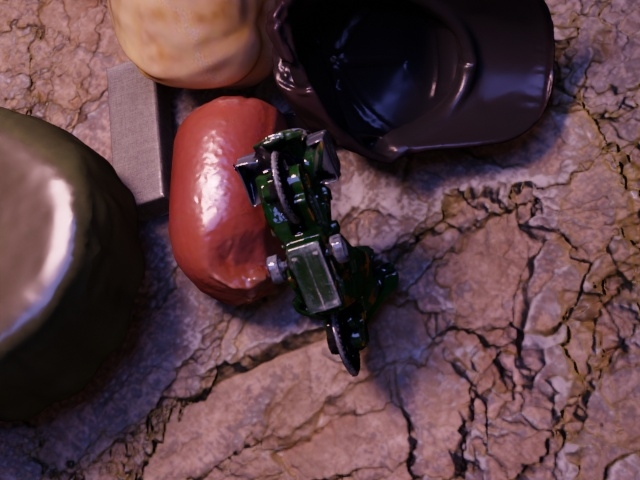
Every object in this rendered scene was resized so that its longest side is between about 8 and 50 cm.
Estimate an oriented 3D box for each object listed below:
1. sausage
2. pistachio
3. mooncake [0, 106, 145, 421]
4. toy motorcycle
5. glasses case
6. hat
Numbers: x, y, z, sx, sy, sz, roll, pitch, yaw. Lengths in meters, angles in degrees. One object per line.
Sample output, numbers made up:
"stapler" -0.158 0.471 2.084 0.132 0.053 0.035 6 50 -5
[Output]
"sausage" -0.105 -0.054 1.699 0.148 0.148 0.254 0 67 16
"pistachio" -0.142 -0.307 1.777 0.238 0.229 0.321 -29 50 10
"mooncake" -0.377 0.029 1.700 0.357 0.194 0.356 -7 69 17
"toy motorcycle" 0.000 0.000 1.605 0.125 0.274 0.187 -16 20 12
"glasses case" -0.216 -0.126 1.815 0.071 0.047 0.204 -17 63 19
"hat" 0.091 -0.211 1.724 0.336 0.209 0.238 2 96 -10
